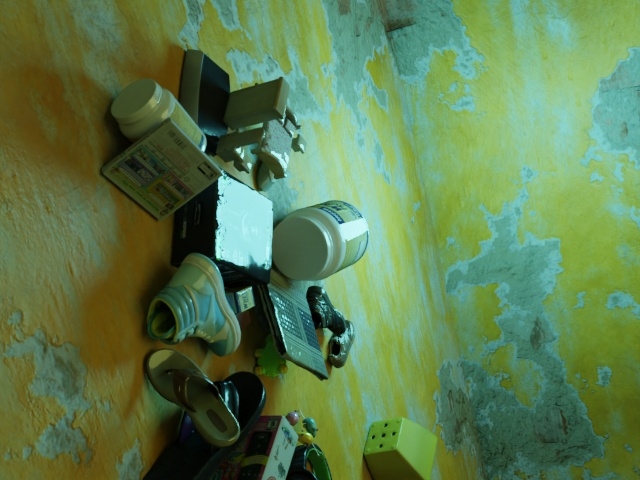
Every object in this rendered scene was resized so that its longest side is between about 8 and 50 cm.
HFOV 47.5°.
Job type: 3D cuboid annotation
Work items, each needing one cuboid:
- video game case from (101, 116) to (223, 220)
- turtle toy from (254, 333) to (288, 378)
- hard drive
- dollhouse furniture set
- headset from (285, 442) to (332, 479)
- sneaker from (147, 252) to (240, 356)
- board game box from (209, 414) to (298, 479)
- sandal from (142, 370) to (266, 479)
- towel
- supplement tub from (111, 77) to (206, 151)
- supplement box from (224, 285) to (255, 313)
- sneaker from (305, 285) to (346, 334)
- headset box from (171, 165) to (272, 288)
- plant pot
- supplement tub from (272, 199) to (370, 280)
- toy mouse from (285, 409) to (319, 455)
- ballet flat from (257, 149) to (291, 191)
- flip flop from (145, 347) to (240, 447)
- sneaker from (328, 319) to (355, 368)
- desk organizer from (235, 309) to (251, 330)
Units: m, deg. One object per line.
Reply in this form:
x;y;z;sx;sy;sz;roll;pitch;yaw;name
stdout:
-0.356;-0.158;1.661;0.212;0.193;0.023;48;8;-49;video game case
-0.137;0.329;2.069;0.066;0.095;0.130;62;26;-75;turtle toy
-0.306;-0.372;1.955;0.172;0.054;0.254;33;53;-57;hard drive
-0.102;-0.278;2.068;0.355;0.174;0.303;46;44;-46;dollhouse furniture set
-0.004;0.765;2.089;0.394;0.185;0.243;-81;151;-54;headset
-0.311;0.205;1.729;0.208;0.127;0.319;-49;139;-37;sneaker
-0.205;0.560;1.696;0.303;0.224;0.097;-72;145;-44;board game box
-0.259;0.428;1.686;0.445;0.168;0.107;-53;133;-55;sandal
-0.091;0.240;2.115;0.324;0.056;0.312;45;23;-57;towel
-0.373;-0.262;1.684;0.199;0.144;0.144;53;38;-45;supplement tub
-0.232;0.158;1.918;0.083;0.083;0.056;-22;103;-63;supplement box
0.006;0.263;2.376;0.227;0.087;0.130;59;41;-41;sneaker
-0.253;-0.030;1.877;0.283;0.131;0.246;33;53;-56;headset box
0.279;0.767;2.662;0.187;0.212;0.212;52;37;-25;plant pot
0.000;0.000;2.271;0.316;0.228;0.228;-22;102;-64;supplement tub
-0.053;0.547;2.178;0.161;0.031;0.143;40;20;-18;toy mouse
-0.139;-0.237;2.242;0.072;0.068;0.213;59;34;-39;ballet flat
-0.279;0.341;1.620;0.112;0.080;0.277;-30;67;-37;flip flop
0.072;0.344;2.501;0.071;0.066;0.188;55;36;-42;sneaker
-0.237;0.221;1.934;0.130;0.047;0.050;-40;121;-60;desk organizer
